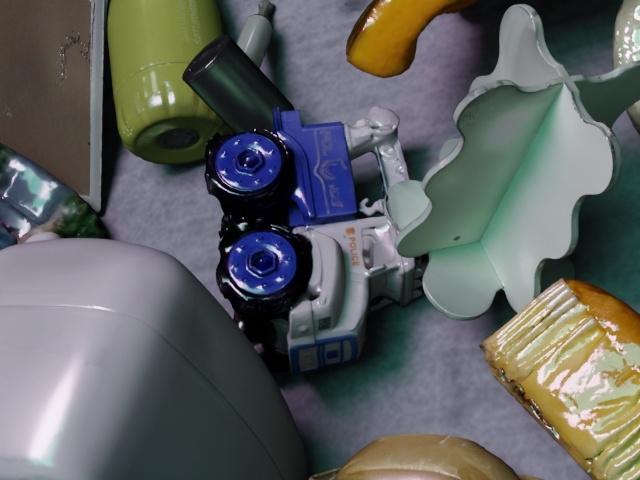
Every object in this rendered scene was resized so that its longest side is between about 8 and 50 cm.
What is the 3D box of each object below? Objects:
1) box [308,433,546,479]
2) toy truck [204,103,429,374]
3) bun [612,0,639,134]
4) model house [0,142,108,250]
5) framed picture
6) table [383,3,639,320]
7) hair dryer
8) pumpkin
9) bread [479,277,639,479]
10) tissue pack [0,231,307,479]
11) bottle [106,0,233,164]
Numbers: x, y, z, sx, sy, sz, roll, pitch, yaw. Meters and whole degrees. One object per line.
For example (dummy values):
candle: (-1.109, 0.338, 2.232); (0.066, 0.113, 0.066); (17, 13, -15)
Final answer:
box: (0.081, 0.197, 0.935); (0.177, 0.111, 0.111); (-2, 69, 25)
toy truck: (0.000, 0.000, 1.041); (0.177, 0.161, 0.213); (-8, 64, -3)
bun: (0.320, -0.143, 0.940); (0.195, 0.118, 0.195); (-10, 73, 33)
model house: (-0.385, -0.007, 1.109); (0.298, 0.284, 0.243); (30, 85, 17)
framed picture: (-0.296, -0.176, 1.245); (0.216, 0.016, 0.273); (12, 106, 30)
table: (0.148, -0.058, 0.921); (0.166, 0.198, 0.167); (8, 51, -10)
hair dryer: (-0.060, -0.172, 1.154); (0.057, 0.100, 0.198); (-29, 29, 30)
pumpkin: (0.178, -0.240, 1.005); (0.258, 0.290, 0.095); (-23, 96, 37)
bread: (0.214, 0.113, 0.883); (0.114, 0.132, 0.190); (-41, 62, 7)
tissue pack: (-0.148, 0.148, 0.933); (0.229, 0.333, 0.236); (-2, 50, 25)
bottle: (-0.151, -0.207, 1.202); (0.112, 0.112, 0.260); (-19, 63, 18)
